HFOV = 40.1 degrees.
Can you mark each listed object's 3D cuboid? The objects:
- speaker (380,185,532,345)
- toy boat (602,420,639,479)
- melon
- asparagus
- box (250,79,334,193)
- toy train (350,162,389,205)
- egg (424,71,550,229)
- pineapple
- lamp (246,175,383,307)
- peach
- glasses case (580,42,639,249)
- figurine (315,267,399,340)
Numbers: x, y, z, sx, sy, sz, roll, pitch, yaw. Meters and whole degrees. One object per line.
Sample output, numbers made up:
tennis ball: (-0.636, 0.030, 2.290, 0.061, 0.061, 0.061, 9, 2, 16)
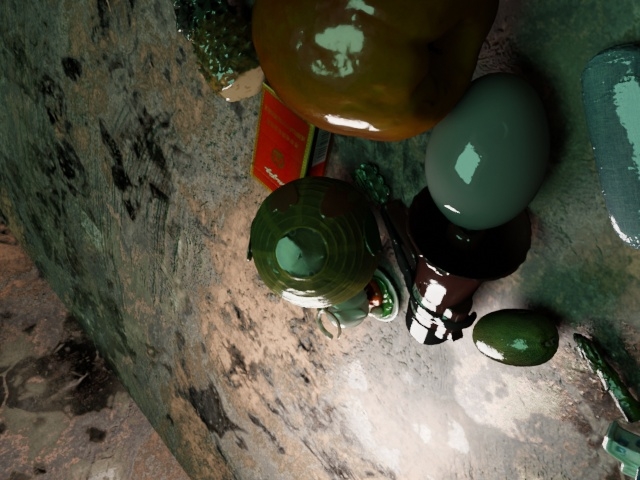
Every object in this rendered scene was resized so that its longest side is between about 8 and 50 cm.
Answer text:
speaker: (0.178, 0.031, 1.476, 0.259, 0.198, 0.329, 38, 151, 10)
toy boat: (0.489, 0.358, 1.350, 0.115, 0.114, 0.261, 18, 133, 29)
melon: (0.319, 0.159, 1.448, 0.162, 0.099, 0.099, 1, 115, 55)
asparagus: (0.449, 0.212, 1.378, 0.165, 0.030, 0.036, 54, 156, 9)
box: (-0.056, -0.185, 1.714, 0.153, 0.074, 0.239, 38, 140, 24)
toy train: (0.093, -0.102, 1.611, 0.083, 0.033, 0.053, 60, 151, 0)
egg: (0.242, -0.131, 1.267, 0.176, 0.176, 0.231, 31, 125, 37)
pineapple: (-0.203, -0.425, 1.682, 0.310, 0.141, 0.170, 60, 152, 14)
lamp: (0.000, 0.000, 1.648, 0.250, 0.284, 0.250, 2, 98, 13)
peach: (0.061, -0.305, 1.170, 0.302, 0.343, 0.342, 33, 138, 23)
glasses case: (0.415, -0.117, 1.147, 0.109, 0.067, 0.282, -4, 109, 44)
figurine: (0.062, 0.134, 1.714, 0.132, 0.154, 0.132, 33, 138, 35)
